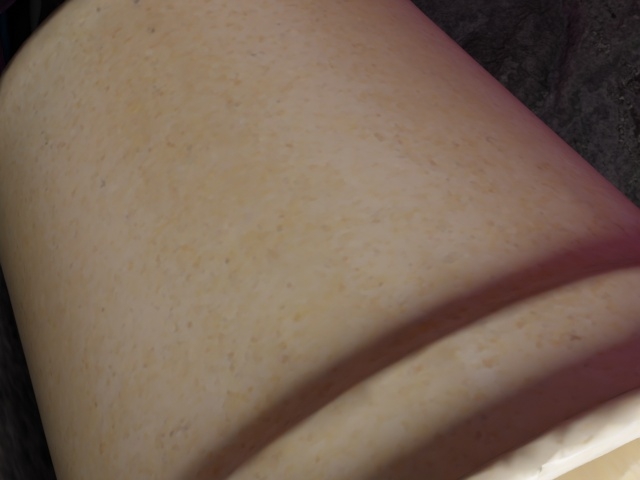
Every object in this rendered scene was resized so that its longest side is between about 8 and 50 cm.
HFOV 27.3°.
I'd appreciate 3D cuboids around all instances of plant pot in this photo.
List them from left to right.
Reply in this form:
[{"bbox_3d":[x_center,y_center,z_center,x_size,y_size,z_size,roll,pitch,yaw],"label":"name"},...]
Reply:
[{"bbox_3d":[0.008,0.042,0.564,0.305,0.333,0.334,58,-3,32],"label":"plant pot"}]

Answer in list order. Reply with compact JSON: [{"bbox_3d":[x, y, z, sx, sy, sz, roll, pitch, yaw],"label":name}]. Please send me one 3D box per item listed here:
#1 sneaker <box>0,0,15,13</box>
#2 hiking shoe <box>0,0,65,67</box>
[{"bbox_3d":[-0.161,-0.180,0.490,0.321,0.124,0.180,58,10,-76],"label":"sneaker"},{"bbox_3d":[-0.128,-0.190,0.705,0.132,0.113,0.304,-3,-101,58],"label":"hiking shoe"}]
